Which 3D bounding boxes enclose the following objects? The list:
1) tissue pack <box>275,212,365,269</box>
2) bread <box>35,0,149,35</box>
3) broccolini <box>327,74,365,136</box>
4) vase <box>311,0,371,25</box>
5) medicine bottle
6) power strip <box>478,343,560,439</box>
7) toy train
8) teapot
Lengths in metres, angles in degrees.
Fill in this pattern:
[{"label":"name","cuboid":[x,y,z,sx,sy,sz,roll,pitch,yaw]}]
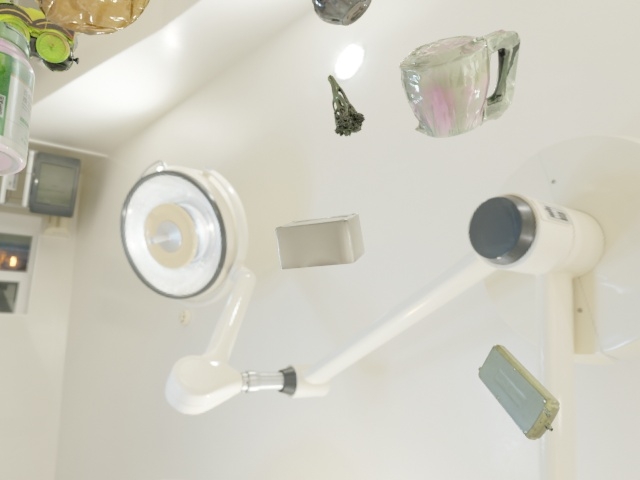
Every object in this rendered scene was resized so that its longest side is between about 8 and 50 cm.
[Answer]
[{"label":"tissue pack","cuboid":[-0.001,0.000,1.410,0.245,0.159,0.136,-7,-82,21]},{"label":"bread","cuboid":[-0.379,-0.501,0.723,0.288,0.204,0.156,-42,-108,49]},{"label":"broccolini","cuboid":[0.052,-0.337,1.106,0.058,0.073,0.201,110,-28,-47]},{"label":"vase","cuboid":[0.012,-0.485,0.804,0.183,0.120,0.120,51,-44,3]},{"label":"medicine bottle","cuboid":[-0.611,-0.269,0.820,0.133,0.133,0.274,-30,-118,51]},{"label":"power strip","cuboid":[0.319,0.244,0.717,0.169,0.028,0.076,-118,-133,-64]},{"label":"toy train","cuboid":[-0.816,-0.575,1.207,0.100,0.296,0.161,9,-91,66]},{"label":"teapot","cuboid":[0.270,-0.306,0.882,0.163,0.221,0.178,26,-37,49]}]
